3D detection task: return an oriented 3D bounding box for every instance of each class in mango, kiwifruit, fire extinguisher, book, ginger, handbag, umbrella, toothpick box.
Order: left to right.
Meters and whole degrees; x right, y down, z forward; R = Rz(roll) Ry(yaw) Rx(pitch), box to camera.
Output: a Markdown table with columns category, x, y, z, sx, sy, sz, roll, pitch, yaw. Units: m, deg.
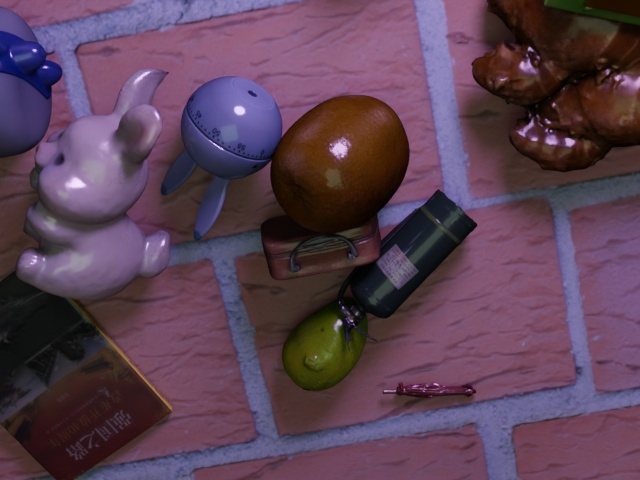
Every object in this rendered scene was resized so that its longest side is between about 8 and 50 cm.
| category | x | y | z | sx | sy | sz | roll | pitch | yaw |
| --- | --- | --- | --- | --- | --- | --- | --- | --- | --- |
| toothpick box | -0.562 | -0.228 | 1.600 | 0.355 | 0.263 | 0.262 | -9 | 110 | 3 |
| book | -0.478 | 0.236 | 1.891 | 0.263 | 0.028 | 0.374 | -36 | 105 | 11 |
| handbag | 0.000 | 0.000 | 1.731 | 0.194 | 0.151 | 0.072 | -9 | 112 | 5 |
| mango | 0.011 | 0.176 | 1.825 | 0.119 | 0.100 | 0.178 | 37 | 96 | -8 |
| kiwifruit | 0.036 | -0.122 | 1.650 | 0.196 | 0.234 | 0.196 | 20 | 131 | 25 |
| fire extinguisher | 0.123 | 0.050 | 1.758 | 0.294 | 0.093 | 0.118 | -46 | 69 | 5 |
| umbrella | 0.192 | 0.264 | 1.893 | 0.165 | 0.025 | 0.027 | 1 | 91 | -2 |
| ginger | 0.387 | -0.267 | 1.634 | 0.274 | 0.152 | 0.357 | -26 | 109 | 22 |

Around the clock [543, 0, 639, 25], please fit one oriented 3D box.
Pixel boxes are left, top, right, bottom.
| category | x | y | z | sx | sy | sz | roll | pitch | yaw |
| --- | --- | --- | --- | --- | --- | --- | --- | --- | --- |
| clock | 0.426 | -0.440 | 1.520 | 0.220 | 0.255 | 0.106 | 8 | 149 | -14 |

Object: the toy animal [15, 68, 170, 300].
| category | x | y | z | sx | sy | sz | roll | pitch | yaw |
| --- | --- | --- | --- | --- | --- | --- | --- | --- | --- |
| toy animal | -0.327 | -0.084 | 1.668 | 0.241 | 0.196 | 0.367 | 8 | 123 | -19 |

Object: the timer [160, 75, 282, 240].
| category | x | y | z | sx | sy | sz | roll | pitch | yaw |
| --- | --- | --- | --- | --- | --- | --- | --- | --- | --- |
| timer | -0.147 | -0.143 | 1.700 | 0.175 | 0.175 | 0.255 | 12 | 137 | -4 |
